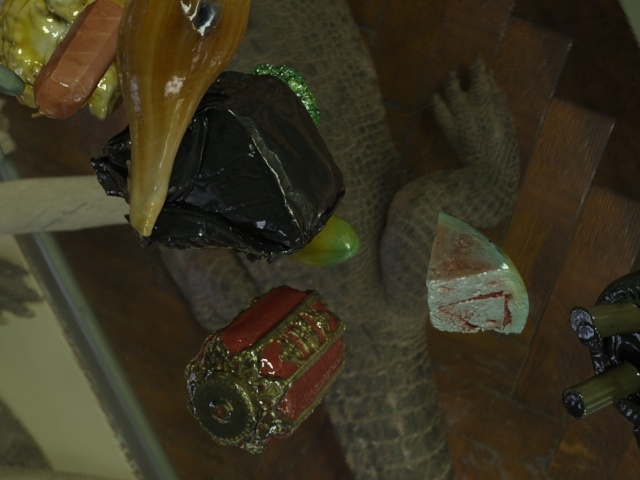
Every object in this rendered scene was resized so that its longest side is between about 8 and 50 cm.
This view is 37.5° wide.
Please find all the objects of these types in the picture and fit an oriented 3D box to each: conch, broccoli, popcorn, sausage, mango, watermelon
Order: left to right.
[{"bbox_3d":[-0.542,-0.461,2.076,0.354,0.390,0.344,-8,135,-3],"label":"popcorn"},{"bbox_3d":[-0.276,-0.204,1.082,0.065,0.169,0.065,14,145,10],"label":"sausage"},{"bbox_3d":[-0.130,-0.162,0.868,0.093,0.109,0.330,21,99,60],"label":"conch"},{"bbox_3d":[-0.090,-0.290,2.019,0.195,0.156,0.195,12,154,6],"label":"broccoli"},{"bbox_3d":[0.000,0.000,1.991,0.194,0.130,0.092,17,143,42],"label":"mango"},{"bbox_3d":[0.278,0.078,1.919,0.262,0.201,0.213,48,162,37],"label":"watermelon"}]

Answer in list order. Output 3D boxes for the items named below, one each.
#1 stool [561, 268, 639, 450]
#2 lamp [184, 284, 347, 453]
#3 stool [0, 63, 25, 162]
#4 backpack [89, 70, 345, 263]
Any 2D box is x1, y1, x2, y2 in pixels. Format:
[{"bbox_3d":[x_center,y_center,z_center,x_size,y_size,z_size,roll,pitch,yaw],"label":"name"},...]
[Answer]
[{"bbox_3d":[0.301,0.087,0.771,0.153,0.139,0.228,65,148,14],"label":"stool"},{"bbox_3d":[-0.068,0.171,1.295,0.177,0.274,0.177,9,113,21],"label":"lamp"},{"bbox_3d":[-0.655,-0.251,1.655,0.195,0.199,0.195,9,73,8],"label":"stool"},{"bbox_3d":[-0.205,-0.108,1.704,0.445,0.255,0.363,-12,120,41],"label":"backpack"}]
